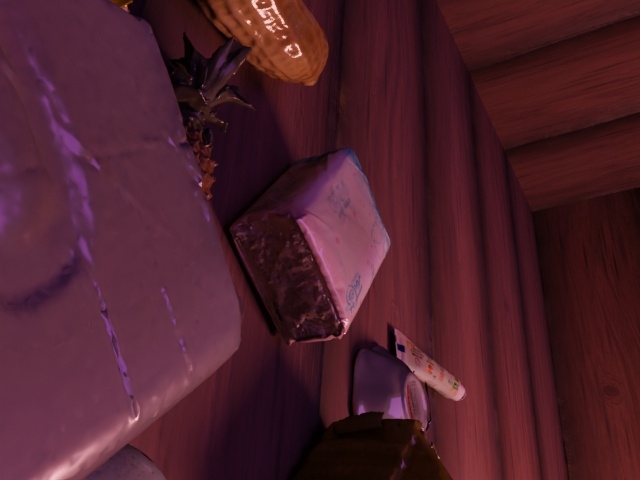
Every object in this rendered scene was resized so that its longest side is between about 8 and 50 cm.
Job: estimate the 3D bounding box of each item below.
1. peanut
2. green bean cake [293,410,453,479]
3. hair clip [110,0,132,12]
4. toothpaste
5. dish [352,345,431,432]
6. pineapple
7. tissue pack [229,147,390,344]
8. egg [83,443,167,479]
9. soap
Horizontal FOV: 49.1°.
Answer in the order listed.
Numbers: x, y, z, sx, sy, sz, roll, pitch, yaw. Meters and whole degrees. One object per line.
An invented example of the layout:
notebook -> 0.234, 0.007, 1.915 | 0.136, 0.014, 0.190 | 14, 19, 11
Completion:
peanut -> -0.077, -0.325, 1.003 | 0.305, 0.147, 0.147 | 46, 38, -50
green bean cake -> 0.095, 0.412, 0.910 | 0.310, 0.202, 0.285 | 68, 28, -17
hair clip -> -0.244, -0.235, 0.706 | 0.072, 0.046, 0.173 | 66, 28, -28
toothpaste -> 0.224, 0.269, 1.437 | 0.056, 0.058, 0.314 | -52, 137, -2
dish -> 0.134, 0.283, 1.200 | 0.229, 0.081, 0.229 | 39, 44, -52
pineapple -> -0.145, -0.123, 0.781 | 0.130, 0.119, 0.277 | 39, 38, -25
tissue pack -> -0.001, -0.002, 1.015 | 0.201, 0.124, 0.271 | 64, 28, -17
egg -> -0.178, 0.209, 0.512 | 0.164, 0.131, 0.131 | 53, 32, -59
soap -> -0.258, -0.001, 0.367 | 0.435, 0.212, 0.350 | -27, 101, -65
